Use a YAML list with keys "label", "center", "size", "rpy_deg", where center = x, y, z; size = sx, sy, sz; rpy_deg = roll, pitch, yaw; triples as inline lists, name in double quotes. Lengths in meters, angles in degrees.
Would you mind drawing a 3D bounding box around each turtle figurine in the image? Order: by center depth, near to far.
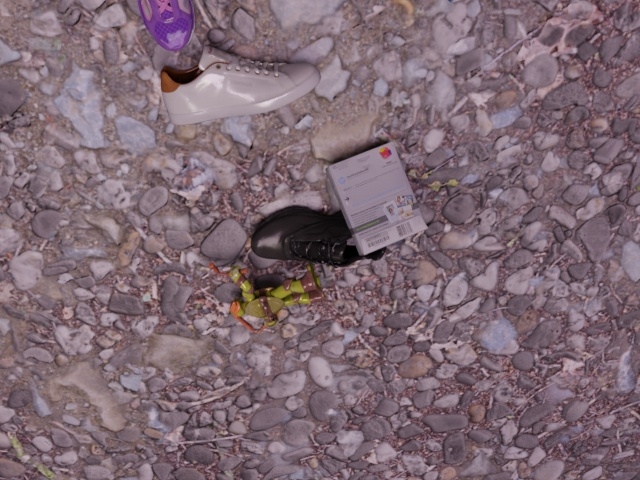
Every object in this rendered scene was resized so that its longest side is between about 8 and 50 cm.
- label: "turtle figurine"
  center: [-0.109, 0.117, 1.493]
  size: [0.217, 0.087, 0.270]
  rpy_deg: [-18, 136, 7]

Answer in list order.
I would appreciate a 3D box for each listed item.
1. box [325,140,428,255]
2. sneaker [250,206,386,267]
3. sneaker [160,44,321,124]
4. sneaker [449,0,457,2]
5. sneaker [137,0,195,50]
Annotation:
- label: "box"
  center: [0.110, -0.082, 1.389]
  size: [0.145, 0.038, 0.186]
  rpy_deg: [-23, 92, -13]
- label: "sneaker"
  center: [0.000, 0.000, 1.443]
  size: [0.286, 0.130, 0.109]
  rpy_deg: [-7, 123, -2]
- label: "sneaker"
  center: [-0.146, -0.293, 1.262]
  size: [0.290, 0.106, 0.123]
  rpy_deg: [-12, 124, 1]
- label: "sneaker"
  center: [0.157, -0.524, 1.151]
  size: [0.322, 0.130, 0.236]
  rpy_deg: [19, 112, -24]
- label: "sneaker"
  center: [-0.266, -0.425, 1.170]
  size: [0.095, 0.105, 0.237]
  rpy_deg: [-7, 122, -5]
